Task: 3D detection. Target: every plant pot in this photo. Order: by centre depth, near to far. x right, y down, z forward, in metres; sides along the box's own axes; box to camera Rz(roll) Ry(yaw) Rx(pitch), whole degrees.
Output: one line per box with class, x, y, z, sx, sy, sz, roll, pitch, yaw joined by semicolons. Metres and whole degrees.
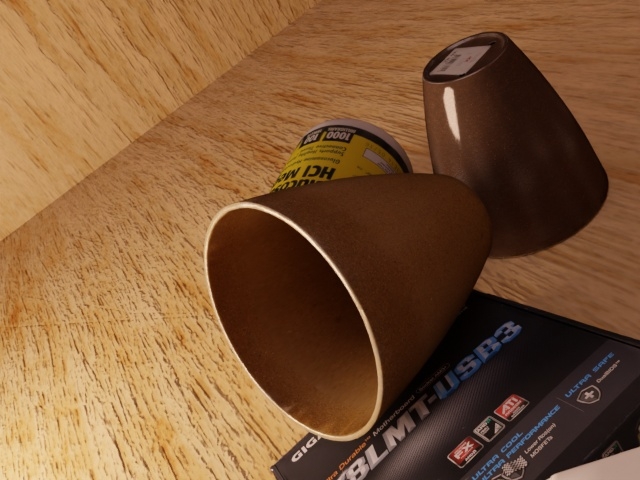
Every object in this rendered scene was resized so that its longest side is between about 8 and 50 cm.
plant pot;0.054;0.030;0.670;0.254;0.237;0.237;-28;23;-37
plant pot;0.221;-0.133;0.834;0.215;0.230;0.215;-24;32;16

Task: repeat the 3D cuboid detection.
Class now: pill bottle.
pill bottle;0.000;0.000;0.892;0.187;0.188;0.334;-10;38;34

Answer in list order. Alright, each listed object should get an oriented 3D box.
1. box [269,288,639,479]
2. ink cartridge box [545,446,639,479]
box;0.120;0.180;0.585;0.295;0.073;0.293;-39;18;-11
ink cartridge box;0.258;0.195;0.337;0.353;0.207;0.119;-23;26;11
